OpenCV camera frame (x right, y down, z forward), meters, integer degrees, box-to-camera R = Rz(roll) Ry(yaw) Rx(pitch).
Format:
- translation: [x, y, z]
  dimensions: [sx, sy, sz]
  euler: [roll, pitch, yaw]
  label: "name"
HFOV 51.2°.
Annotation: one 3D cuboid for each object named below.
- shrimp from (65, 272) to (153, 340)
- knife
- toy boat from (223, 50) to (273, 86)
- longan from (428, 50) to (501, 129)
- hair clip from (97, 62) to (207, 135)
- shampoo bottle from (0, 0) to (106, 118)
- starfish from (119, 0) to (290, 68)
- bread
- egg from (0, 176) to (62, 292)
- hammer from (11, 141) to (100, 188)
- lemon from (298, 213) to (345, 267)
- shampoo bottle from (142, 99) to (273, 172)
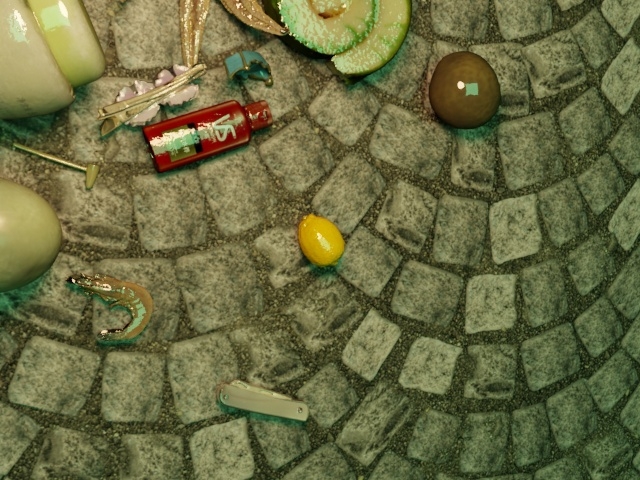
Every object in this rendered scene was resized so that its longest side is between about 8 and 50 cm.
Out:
- translation: [-0.516, 0.159, 1.608]
  dimensions: [0.219, 0.046, 0.152]
  euler: [24, 84, -22]
  label: "shrimp"
- translation: [-0.149, 0.428, 1.779]
  dimensions: [0.266, 0.041, 0.073]
  euler: [20, 79, -22]
  label: "knife"
- translation: [-0.167, -0.412, 1.627]
  dimensions: [0.075, 0.185, 0.077]
  euler: [-22, 95, 19]
  label: "toy boat"
- translation: [0.393, -0.409, 1.824]
  dimensions: [0.198, 0.198, 0.212]
  euler: [-9, 98, -20]
  label: "longan"
- translation: [-0.396, -0.340, 1.568]
  dimensions: [0.292, 0.084, 0.106]
  euler: [-31, 75, -13]
  label: "hair clip"
- translation: [-0.624, -0.408, 1.358]
  dimensions: [0.317, 0.322, 0.322]
  euler: [-25, 104, -8]
  label: "shampoo bottle"
- translation: [-0.270, -0.611, 1.562]
  dimensions: [0.398, 0.132, 0.383]
  euler: [-26, 100, -5]
  label: "starfish"
- translation: [0.046, -0.587, 1.700]
  dimensions: [0.366, 0.129, 0.381]
  euler: [-15, 102, -17]
  label: "bread"
- translation: [-0.728, -0.013, 1.395]
  dimensions: [0.352, 0.258, 0.258]
  euler: [-1, 96, -24]
  label: "egg"
- translation: [-0.616, -0.178, 1.548]
  dimensions: [0.195, 0.028, 0.060]
  euler: [20, 95, -19]
  label: "hammer"
- translation: [0.000, 0.000, 1.754]
  dimensions: [0.114, 0.114, 0.155]
  euler: [-31, 94, -16]
  label: "lemon"
- translation: [-0.271, -0.266, 1.639]
  dimensions: [0.314, 0.076, 0.118]
  euler: [-21, 99, -18]
  label: "shampoo bottle"
